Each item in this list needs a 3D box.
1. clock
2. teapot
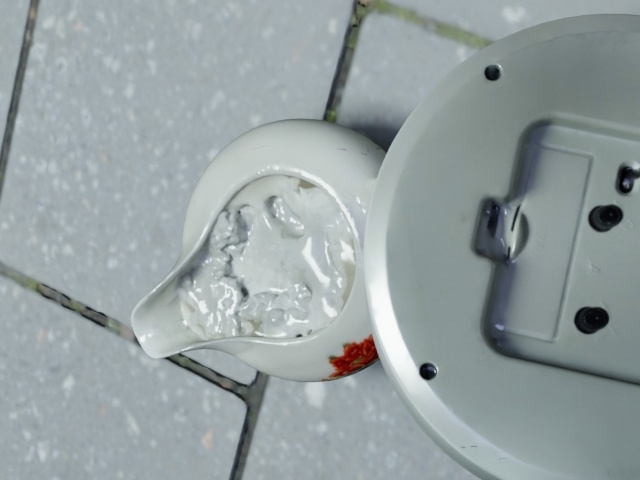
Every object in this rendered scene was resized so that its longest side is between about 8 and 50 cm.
[{"bbox_3d":[0.134,0.011,0.792,0.230,0.083,0.230,-1,78,6],"label":"clock"},{"bbox_3d":[0.000,0.000,0.925,0.226,0.092,0.145,-35,84,30],"label":"teapot"}]
